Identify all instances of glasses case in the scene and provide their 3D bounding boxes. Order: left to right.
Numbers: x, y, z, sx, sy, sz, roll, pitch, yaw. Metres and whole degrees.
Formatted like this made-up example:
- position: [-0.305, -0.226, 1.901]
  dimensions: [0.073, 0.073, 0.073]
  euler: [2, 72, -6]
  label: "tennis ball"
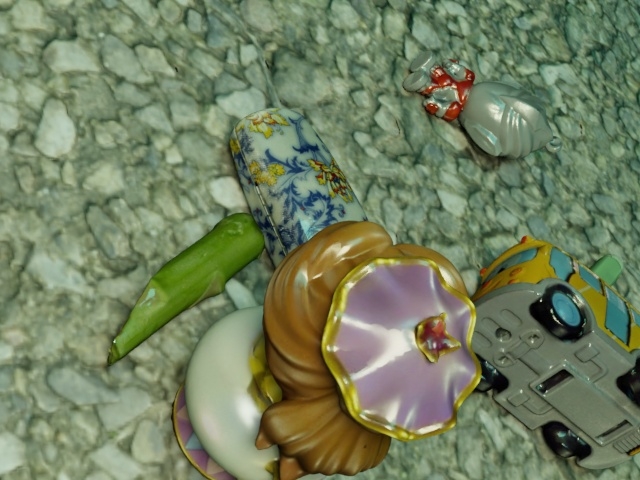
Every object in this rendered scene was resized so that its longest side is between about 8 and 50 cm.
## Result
- position: [0.000, 0.000, 0.909]
  dimensions: [0.087, 0.065, 0.248]
  euler: [-11, 69, -39]
  label: "glasses case"

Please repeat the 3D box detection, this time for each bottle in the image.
- position: [0.291, 0.042, 1.124]
  dimensions: [0.030, 0.030, 0.083]
  euler: [52, 45, 2]
  label: "bottle"

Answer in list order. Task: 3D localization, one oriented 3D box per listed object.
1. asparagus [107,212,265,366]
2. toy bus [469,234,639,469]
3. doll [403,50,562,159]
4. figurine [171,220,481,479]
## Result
- position: [-0.109, 0.035, 0.826]
  dimensions: [0.178, 0.041, 0.045]
  euler: [-39, 120, -44]
  label: "asparagus"
- position: [0.225, 0.095, 0.980]
  dimensions: [0.209, 0.126, 0.136]
  euler: [38, 39, -10]
  label: "toy bus"
- position: [0.173, -0.140, 1.124]
  dimensions: [0.180, 0.079, 0.094]
  euler: [28, 64, -3]
  label: "doll"
- position: [0.003, 0.086, 0.720]
  dimensions: [0.142, 0.263, 0.189]
  euler: [21, 54, -26]
  label: "figurine"
